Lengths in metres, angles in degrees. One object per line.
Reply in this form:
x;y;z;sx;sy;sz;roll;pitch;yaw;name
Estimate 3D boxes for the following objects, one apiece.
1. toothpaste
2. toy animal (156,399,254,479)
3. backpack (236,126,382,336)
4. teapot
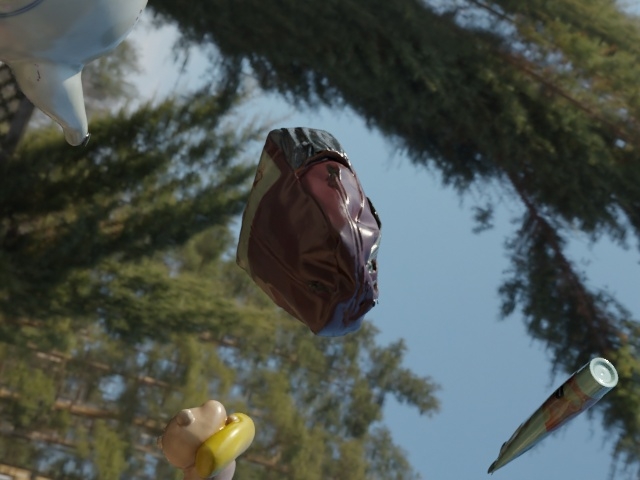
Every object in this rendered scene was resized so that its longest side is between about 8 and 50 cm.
0.242;0.189;1.065;0.056;0.036;0.205;-44;171;-43;toothpaste
-0.115;0.197;0.969;0.091;0.082;0.114;-49;163;-46;toy animal
0.000;0.000;1.564;0.317;0.197;0.283;51;-41;50;backpack
-0.311;-0.324;1.175;0.280;0.252;0.423;-13;103;-78;teapot
